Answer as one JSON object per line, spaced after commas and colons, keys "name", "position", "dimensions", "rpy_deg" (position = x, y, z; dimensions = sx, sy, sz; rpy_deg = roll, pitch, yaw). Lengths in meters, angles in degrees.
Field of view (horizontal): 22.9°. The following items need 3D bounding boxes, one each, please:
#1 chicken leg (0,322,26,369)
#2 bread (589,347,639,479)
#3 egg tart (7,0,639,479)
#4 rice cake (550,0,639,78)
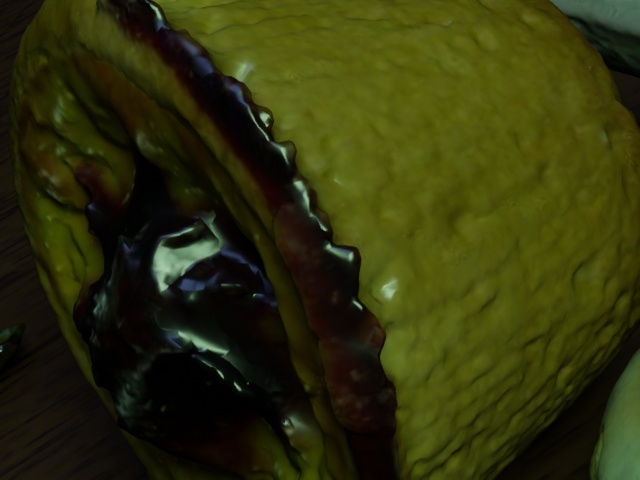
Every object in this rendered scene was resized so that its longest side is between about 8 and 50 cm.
{"name": "chicken leg", "position": [-0.302, 0.112, 0.571], "dimensions": [0.429, 0.152, 0.201], "rpy_deg": [-33, 28, -30]}
{"name": "bread", "position": [0.138, 0.051, 0.468], "dimensions": [0.157, 0.083, 0.094], "rpy_deg": [-38, 35, -26]}
{"name": "egg tart", "position": [0.000, 0.000, 0.515], "dimensions": [0.171, 0.215, 0.215], "rpy_deg": [-28, 33, -29]}
{"name": "rice cake", "position": [0.203, -0.047, 0.497], "dimensions": [0.399, 0.070, 0.064], "rpy_deg": [22, 83, 27]}
